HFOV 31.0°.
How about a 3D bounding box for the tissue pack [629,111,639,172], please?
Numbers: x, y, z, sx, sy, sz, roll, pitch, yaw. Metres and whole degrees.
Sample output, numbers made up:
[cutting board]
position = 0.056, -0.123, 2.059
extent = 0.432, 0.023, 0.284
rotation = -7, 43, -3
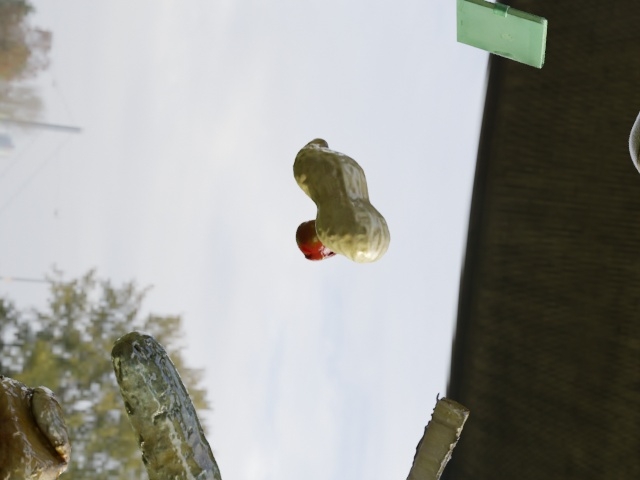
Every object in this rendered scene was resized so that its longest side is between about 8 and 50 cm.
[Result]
[tissue pack]
position = 0.644, -0.208, 1.694
extent = 0.387, 0.267, 0.277
rotation = -58, -159, 9

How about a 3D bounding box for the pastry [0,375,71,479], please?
[pastry]
position = -0.449, 0.296, 1.579
extent = 0.229, 0.100, 0.218
rotation = -25, -123, 23

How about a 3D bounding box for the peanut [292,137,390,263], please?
[peanut]
position = 0.021, -0.048, 1.357
extent = 0.187, 0.082, 0.082
rotation = 66, -32, 28

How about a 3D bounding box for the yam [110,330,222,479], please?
[yam]
position = -0.293, 0.321, 2.109
extent = 0.330, 0.133, 0.133
rotation = 70, -15, -11

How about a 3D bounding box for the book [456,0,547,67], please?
[book]
position = 0.260, -0.305, 1.664
extent = 0.017, 0.135, 0.103
rotation = -60, 159, -24

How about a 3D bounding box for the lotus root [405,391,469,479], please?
[lotus root]
position = 0.226, 0.448, 2.352
extent = 0.170, 0.074, 0.260
rotation = 82, 31, -70

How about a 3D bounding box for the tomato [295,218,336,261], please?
[tomato]
position = 0.000, 0.000, 2.026
extent = 0.087, 0.087, 0.075
rotation = 151, -64, -67

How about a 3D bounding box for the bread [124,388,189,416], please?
[bread]
position = -0.369, 0.369, 2.593
extent = 0.114, 0.129, 0.111
rotation = -3, -93, 42
